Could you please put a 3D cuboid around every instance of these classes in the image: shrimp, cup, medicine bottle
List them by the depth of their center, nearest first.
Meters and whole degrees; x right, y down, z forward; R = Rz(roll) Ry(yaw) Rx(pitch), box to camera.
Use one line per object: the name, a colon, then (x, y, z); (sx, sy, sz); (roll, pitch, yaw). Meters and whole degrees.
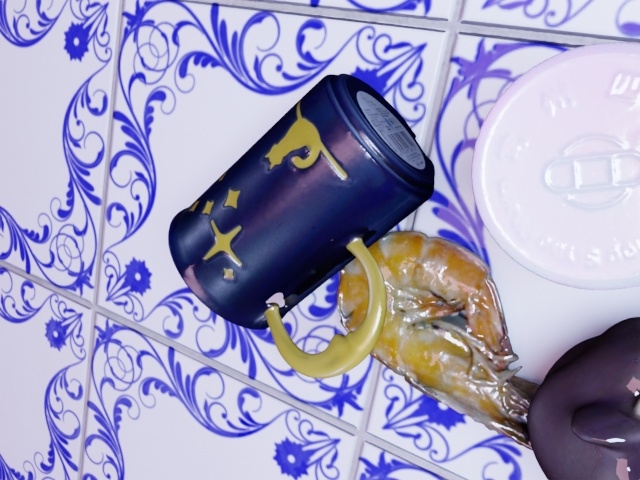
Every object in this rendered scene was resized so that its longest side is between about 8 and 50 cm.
medicine bottle: (0.219, -0.056, 0.436); (0.152, 0.254, 0.152); (4, 99, 28)
shrimp: (0.153, 0.102, 0.610); (0.317, 0.062, 0.164); (36, 111, 23)
cup: (0.006, -0.008, 0.613); (0.256, 0.178, 0.255); (-39, 83, 26)

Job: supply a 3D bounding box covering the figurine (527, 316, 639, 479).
figurine: (0.326, 0.102, 0.421); (0.206, 0.218, 0.364); (43, 119, 20)
